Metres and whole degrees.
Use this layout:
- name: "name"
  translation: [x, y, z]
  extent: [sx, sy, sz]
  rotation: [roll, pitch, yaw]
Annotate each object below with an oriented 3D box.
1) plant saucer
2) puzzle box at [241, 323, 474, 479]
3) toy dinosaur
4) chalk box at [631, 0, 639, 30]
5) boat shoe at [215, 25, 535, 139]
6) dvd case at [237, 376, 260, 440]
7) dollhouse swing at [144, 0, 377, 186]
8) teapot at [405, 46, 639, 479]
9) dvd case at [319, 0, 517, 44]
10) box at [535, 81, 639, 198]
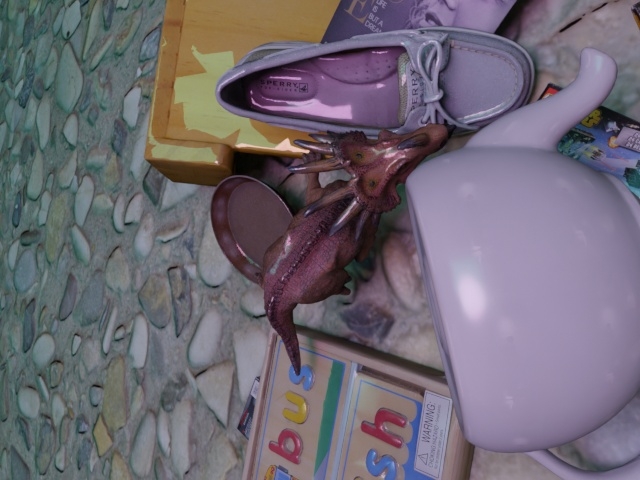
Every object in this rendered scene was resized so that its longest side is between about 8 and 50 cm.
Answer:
- name: "plant saucer"
  translation: [-0.085, -0.014, 0.710]
  extent: [0.168, 0.029, 0.168]
  rotation: [19, 123, 32]
- name: "puzzle box"
  translation: [0.015, 0.322, 0.580]
  extent: [0.272, 0.052, 0.408]
  rotation: [9, 90, 39]
- name: "toy dinosaur"
  translation: [0.000, 0.000, 0.517]
  extent: [0.127, 0.200, 0.295]
  rotation: [26, 91, -1]
- name: "chalk box"
  translation: [0.346, -0.136, 0.319]
  extent: [0.213, 0.132, 0.132]
  rotation: [-26, 66, 35]
- name: "boat shoe"
  translation: [0.052, -0.157, 0.529]
  extent: [0.321, 0.103, 0.118]
  rotation: [7, 119, 13]
- name: "dvd case"
  translation: [-0.064, 0.256, 0.698]
  extent: [0.119, 0.013, 0.087]
  rotation: [26, 101, 40]
- name: "dollhouse swing"
  translation: [-0.066, -0.253, 0.752]
  extent: [0.315, 0.305, 0.346]
  rotation: [166, 111, -83]
- name: "teapot"
  translation: [0.180, 0.037, 0.398]
  extent: [0.187, 0.256, 0.252]
  rotation: [-12, 50, 8]
- name: "dvd case"
  translation: [0.111, -0.256, 0.533]
  extent: [0.164, 0.018, 0.221]
  rotation: [39, 129, 7]
- name: "box"
  translation: [0.243, -0.075, 0.468]
  extent: [0.137, 0.027, 0.094]
  rotation: [45, 114, 36]
